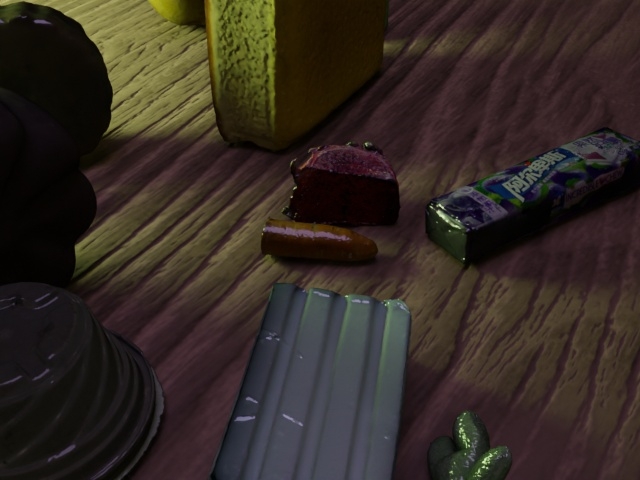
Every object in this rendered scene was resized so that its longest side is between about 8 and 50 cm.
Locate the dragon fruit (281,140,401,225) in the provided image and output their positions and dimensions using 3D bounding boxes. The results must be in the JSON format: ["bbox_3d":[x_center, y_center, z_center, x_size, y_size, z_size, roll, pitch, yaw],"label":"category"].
[{"bbox_3d":[0.028,-0.079,0.984,0.147,0.102,0.096,5,47,-5],"label":"dragon fruit"}]

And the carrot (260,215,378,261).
[{"bbox_3d":[0.000,0.000,0.929,0.139,0.048,0.048,5,40,7],"label":"carrot"}]

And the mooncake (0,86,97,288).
[{"bbox_3d":[-0.375,-0.021,0.804,0.154,0.306,0.306,24,46,21],"label":"mooncake"}]

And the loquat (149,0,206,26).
[{"bbox_3d":[-0.222,-0.490,1.419,0.213,0.213,0.213,-2,40,2],"label":"loquat"}]

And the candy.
[{"bbox_3d":[0.278,-0.063,0.974,0.312,0.061,0.088,-23,41,-22],"label":"candy"}]

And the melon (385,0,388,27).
[{"bbox_3d":[0.007,-0.480,1.306,0.196,0.323,0.124,6,56,13],"label":"melon"}]

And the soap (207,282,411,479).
[{"bbox_3d":[0.000,0.157,0.712,0.150,0.094,0.261,9,40,7],"label":"soap"}]

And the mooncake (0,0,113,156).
[{"bbox_3d":[-0.405,-0.214,1.085,0.228,0.228,0.124,-11,33,-9],"label":"mooncake"}]

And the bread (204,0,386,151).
[{"bbox_3d":[-0.024,-0.338,1.124,0.143,0.333,0.323,21,42,23],"label":"bread"}]

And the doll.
[{"bbox_3d":[0.122,0.212,0.646,0.115,0.077,0.150,-39,23,28],"label":"doll"}]

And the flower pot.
[{"bbox_3d":[-0.272,0.130,0.721,0.236,0.140,0.235,-3,38,3],"label":"flower pot"}]
